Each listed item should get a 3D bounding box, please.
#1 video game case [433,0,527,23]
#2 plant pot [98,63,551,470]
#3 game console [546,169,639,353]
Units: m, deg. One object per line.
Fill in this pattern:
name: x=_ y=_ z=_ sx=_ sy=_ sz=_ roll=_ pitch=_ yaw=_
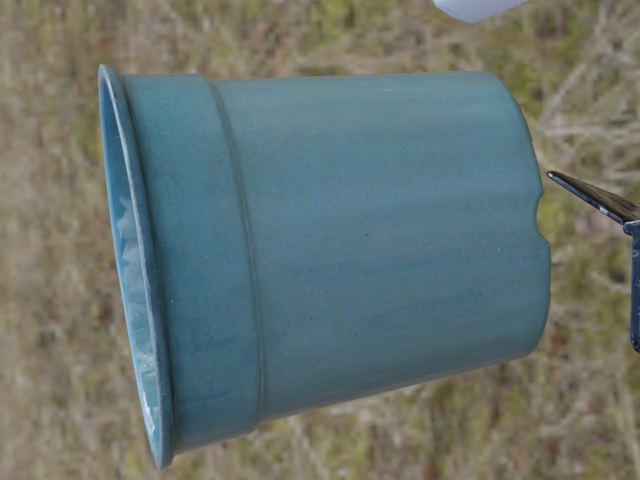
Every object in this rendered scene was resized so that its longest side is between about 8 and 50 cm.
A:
video game case: x=0.112 y=-0.168 z=0.510 sx=0.190 sy=0.022 sz=0.173 roll=-17 pitch=58 yaw=47
plant pot: x=0.000 y=0.000 z=1.481 sx=0.341 sy=0.334 sz=0.341 roll=172 pitch=90 yaw=-79
game console: x=0.185 y=0.020 z=0.995 sx=0.071 sy=0.122 sz=0.107 roll=-5 pitch=77 yaw=39
